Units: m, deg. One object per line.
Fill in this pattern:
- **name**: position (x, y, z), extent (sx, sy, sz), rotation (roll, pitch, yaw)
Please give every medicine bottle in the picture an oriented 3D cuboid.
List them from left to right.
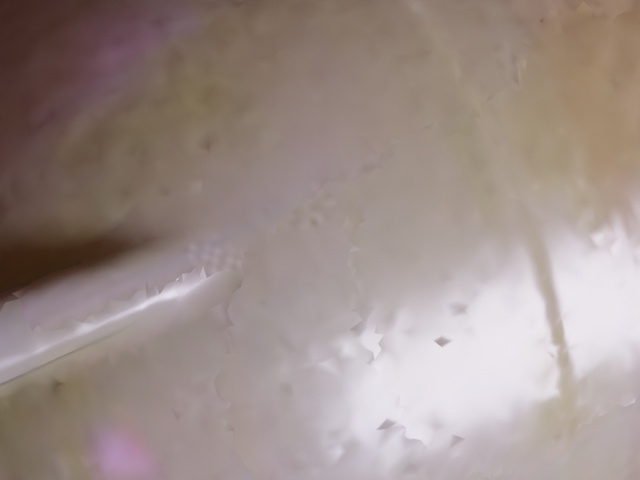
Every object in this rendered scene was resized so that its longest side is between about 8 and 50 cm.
- **medicine bottle**: position (0.000, 0.000, 0.471), extent (0.406, 0.236, 0.235), rotation (-23, 135, -23)
